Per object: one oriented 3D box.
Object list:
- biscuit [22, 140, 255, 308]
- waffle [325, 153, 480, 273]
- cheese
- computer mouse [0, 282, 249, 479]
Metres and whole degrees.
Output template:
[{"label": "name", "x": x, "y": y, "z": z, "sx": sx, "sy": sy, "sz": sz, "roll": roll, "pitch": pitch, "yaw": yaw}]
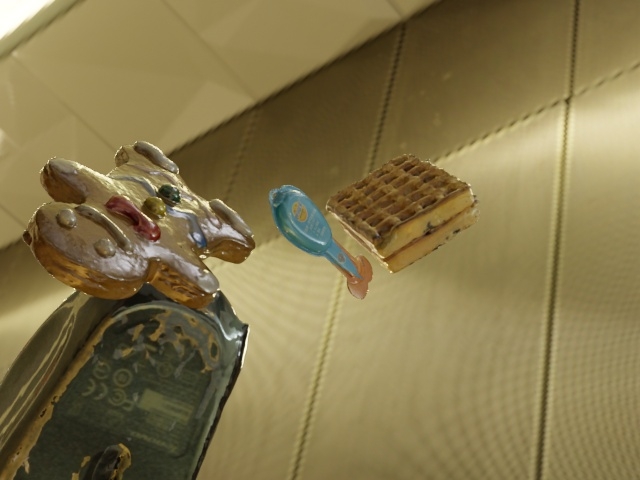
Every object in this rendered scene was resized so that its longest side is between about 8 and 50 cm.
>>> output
[{"label": "biscuit", "x": -0.116, "y": -0.011, "z": 0.776, "sx": 0.031, "sy": 0.138, "sz": 0.205, "roll": -52, "pitch": 172, "yaw": 22}, {"label": "waffle", "x": 0.073, "y": -0.028, "z": 1.077, "sx": 0.102, "sy": 0.042, "sz": 0.148, "roll": -31, "pitch": -158, "yaw": -7}, {"label": "cheese", "x": 0.001, "y": 0.000, "z": 0.895, "sx": 0.017, "sy": 0.111, "sz": 0.047, "roll": -24, "pitch": -148, "yaw": 44}, {"label": "computer mouse", "x": -0.196, "y": 0.186, "z": 1.072, "sx": 0.374, "sy": 0.203, "sz": 0.114, "roll": -61, "pitch": -159, "yaw": 7}]
